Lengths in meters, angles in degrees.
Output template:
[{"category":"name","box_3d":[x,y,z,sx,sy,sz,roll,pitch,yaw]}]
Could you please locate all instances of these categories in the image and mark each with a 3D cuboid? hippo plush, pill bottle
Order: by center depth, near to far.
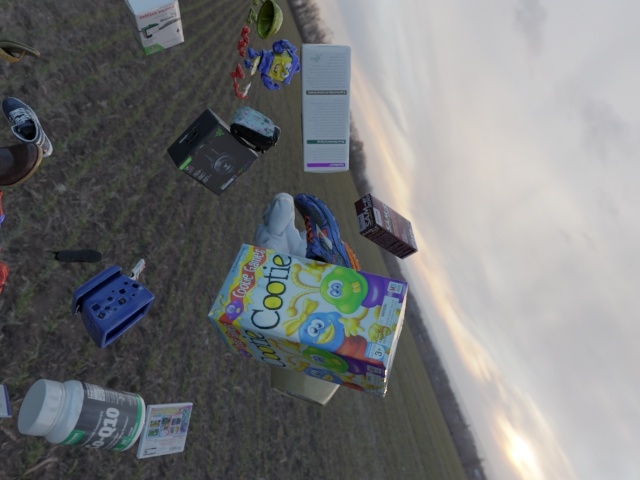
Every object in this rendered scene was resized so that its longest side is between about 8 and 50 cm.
[{"category":"hippo plush","box_3d":[-0.084,-0.009,1.617,0.236,0.235,0.294,23,23,-16]},{"category":"pill bottle","box_3d":[-0.815,0.601,1.659,0.361,0.204,0.204,33,30,-42]}]

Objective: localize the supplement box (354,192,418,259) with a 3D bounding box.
[{"category":"supplement box","box_3d":[0.219,-0.043,1.585,0.239,0.073,0.130,28,42,-40]}]

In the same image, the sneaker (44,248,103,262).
[{"category":"sneaker","box_3d":[-0.856,0.053,1.669,0.170,0.089,0.051,1,90,-38]}]

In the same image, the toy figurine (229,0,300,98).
[{"category":"toy figurine","box_3d":[-0.161,-0.670,1.713,0.217,0.363,0.191,2,46,-32]}]

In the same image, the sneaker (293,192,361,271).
[{"category":"sneaker","box_3d":[0.000,0.000,0.991,0.221,0.087,0.083,60,-15,13]}]

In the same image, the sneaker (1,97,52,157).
[{"category":"sneaker","box_3d":[-1.161,-0.466,1.868,0.282,0.099,0.153,53,-14,4]}]

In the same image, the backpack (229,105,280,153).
[{"category":"backpack","box_3d":[-0.257,-0.430,1.852,0.181,0.152,0.115,25,67,-22]}]

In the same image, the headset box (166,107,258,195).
[{"category":"headset box","box_3d":[-0.442,-0.360,1.961,0.131,0.246,0.283,52,7,36]}]

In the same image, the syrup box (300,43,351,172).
[{"category":"syrup box","box_3d":[0.008,-0.262,0.954,0.093,0.096,0.237,-96,-174,-66]}]

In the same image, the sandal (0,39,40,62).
[{"category":"sandal","box_3d":[-0.818,-0.486,1.239,0.072,0.179,0.049,-150,-116,-81]}]

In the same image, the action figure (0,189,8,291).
[{"category":"action figure","box_3d":[-0.839,0.017,1.165,0.091,0.138,0.281,-124,-141,-54]}]

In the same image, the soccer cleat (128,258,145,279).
[{"category":"soccer cleat","box_3d":[-0.662,0.104,1.732,0.029,0.083,0.035,26,-1,27]}]

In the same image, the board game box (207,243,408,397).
[{"category":"board game box","box_3d":[-0.013,0.126,0.772,0.142,0.275,0.145,81,25,-55]}]

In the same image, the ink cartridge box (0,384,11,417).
[{"category":"ink cartridge box","box_3d":[-0.788,0.325,0.930,0.307,0.303,0.072,20,76,-32]}]

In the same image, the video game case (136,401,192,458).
[{"category":"video game case","box_3d":[-0.452,0.551,1.406,0.157,0.019,0.143,21,76,-53]}]

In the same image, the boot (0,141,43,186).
[{"category":"boot","box_3d":[-0.805,-0.181,1.105,0.207,0.248,0.090,44,22,-79]}]

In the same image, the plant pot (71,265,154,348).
[{"category":"plant pot","box_3d":[-0.821,0.249,1.869,0.212,0.236,0.236,46,51,0]}]

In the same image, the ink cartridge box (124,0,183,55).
[{"category":"ink cartridge box","box_3d":[-0.577,-0.773,1.678,0.093,0.160,0.219,59,-16,7]}]

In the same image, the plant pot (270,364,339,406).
[{"category":"plant pot","box_3d":[-0.007,0.227,1.108,0.256,0.256,0.274,57,47,-55]}]
